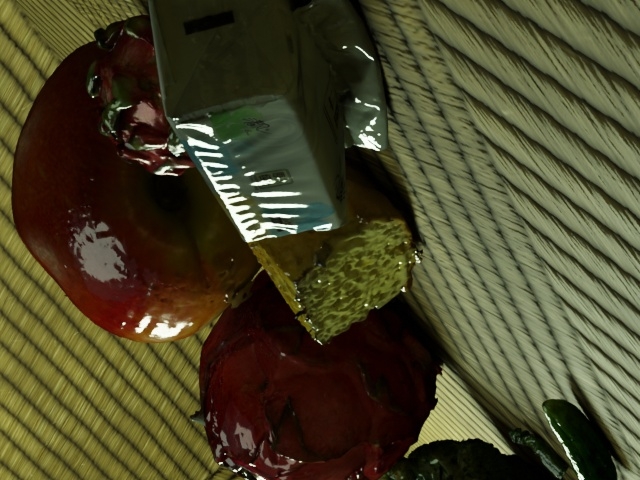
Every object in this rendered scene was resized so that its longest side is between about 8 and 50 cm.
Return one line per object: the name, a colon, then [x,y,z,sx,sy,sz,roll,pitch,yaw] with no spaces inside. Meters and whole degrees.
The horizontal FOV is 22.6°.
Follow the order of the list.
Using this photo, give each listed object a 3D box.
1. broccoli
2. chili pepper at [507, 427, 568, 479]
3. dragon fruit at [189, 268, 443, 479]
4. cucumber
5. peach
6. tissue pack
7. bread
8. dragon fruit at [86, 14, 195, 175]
broccoli: [0.187,0.399,1.964,0.321,0.283,0.304,-1,126,56]
chili pepper: [0.240,0.231,1.769,0.083,0.022,0.027,40,168,29]
dragon fruit: [-0.002,0.172,1.950,0.296,0.301,0.295,27,159,11]
cucumber: [0.247,0.197,1.482,0.039,0.039,0.168,40,166,51]
peach: [-0.204,-0.057,1.833,0.372,0.290,0.372,46,164,17]
tissue pack: [-0.028,-0.120,1.177,0.229,0.145,0.159,66,-166,-65]
bread: [0.000,0.000,1.504,0.139,0.143,0.229,45,170,19]
dragon fruit: [-0.127,-0.153,1.444,0.166,0.172,0.160,42,-147,-5]
